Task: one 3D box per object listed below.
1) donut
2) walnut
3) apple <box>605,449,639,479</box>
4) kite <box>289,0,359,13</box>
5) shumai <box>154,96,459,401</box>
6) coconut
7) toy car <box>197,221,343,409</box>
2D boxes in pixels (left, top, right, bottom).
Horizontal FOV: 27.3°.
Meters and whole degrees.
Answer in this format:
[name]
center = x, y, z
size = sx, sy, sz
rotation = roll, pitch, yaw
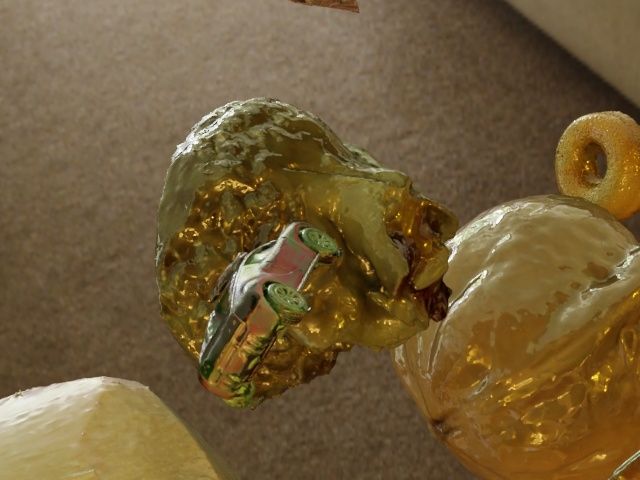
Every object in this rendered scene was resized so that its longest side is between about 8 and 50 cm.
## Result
[donut]
center = 0.375, -0.099, 1.769
size = 0.058, 0.152, 0.152
rotation = 0, 35, -41
[walnut]
center = 0.272, 0.128, 1.591
size = 0.381, 0.381, 0.381
rotation = -5, 48, 6
[apple]
center = 0.377, 0.191, 1.155
size = 0.346, 0.254, 0.179
rotation = -41, 38, -5
[kite]
center = 0.005, -0.312, 1.481
size = 0.137, 0.152, 0.005
rotation = 53, 47, 2
[shumai]
center = -0.002, 0.000, 1.059
size = 0.218, 0.189, 0.256
rotation = 2, 66, 13
[coconut]
center = -0.129, 0.184, 0.707
size = 0.230, 0.227, 0.227
rotation = -21, 46, -30
[toy car]
center = -0.032, 0.034, 0.721
size = 0.055, 0.069, 0.142
rotation = 31, 24, -1
